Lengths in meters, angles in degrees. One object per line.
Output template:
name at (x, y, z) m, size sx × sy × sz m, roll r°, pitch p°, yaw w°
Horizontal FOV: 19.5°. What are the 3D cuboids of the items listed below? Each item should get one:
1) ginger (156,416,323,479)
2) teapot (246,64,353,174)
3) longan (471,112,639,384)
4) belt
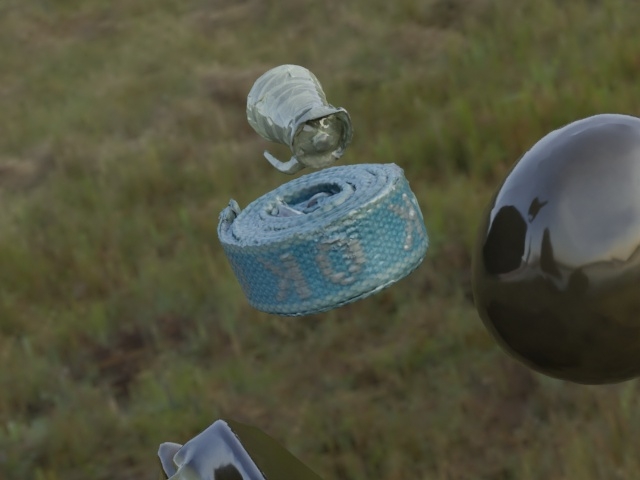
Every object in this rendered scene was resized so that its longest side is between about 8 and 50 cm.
ginger at (-0.008, 0.326, 1.457) m, size 0.211 × 0.358 × 0.413 m, roll -51°, pitch 20°, yaw 2°
teapot at (-0.013, -0.077, 1.262) m, size 0.057 × 0.067 × 0.083 m, roll 24°, pitch 10°, yaw -30°
longan at (0.205, 0.012, 1.364) m, size 0.198 × 0.212 × 0.198 m, roll 2°, pitch 52°, yaw -3°
belt at (0.003, 0.001, 1.360) m, size 0.148 × 0.082 × 0.163 m, roll -20°, pitch 16°, yaw 4°
